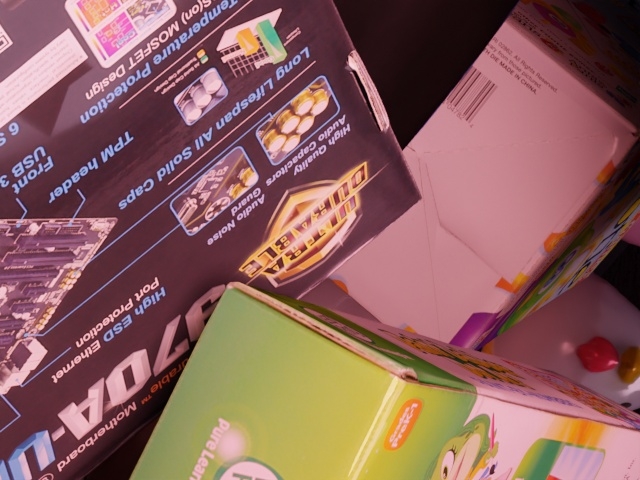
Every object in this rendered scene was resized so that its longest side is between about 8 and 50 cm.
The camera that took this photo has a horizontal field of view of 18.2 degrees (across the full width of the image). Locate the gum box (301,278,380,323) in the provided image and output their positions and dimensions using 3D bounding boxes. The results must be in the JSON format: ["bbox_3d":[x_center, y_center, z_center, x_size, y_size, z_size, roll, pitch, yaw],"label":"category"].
[{"bbox_3d":[-0.037,0.097,1.206,0.188,0.062,0.107,-41,166,-37],"label":"gum box"}]

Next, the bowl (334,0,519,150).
[{"bbox_3d":[-0.018,-0.080,0.653,0.391,0.077,0.391,-47,169,-13],"label":"bowl"}]

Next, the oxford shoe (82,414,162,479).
[{"bbox_3d":[-0.045,0.113,0.796,0.133,0.130,0.363,-27,167,-3],"label":"oxford shoe"}]

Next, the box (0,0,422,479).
[{"bbox_3d":[-0.094,-0.002,0.427,0.220,0.051,0.175,-39,143,-7],"label":"box"}]

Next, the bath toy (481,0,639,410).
[{"bbox_3d":[0.196,-0.053,1.162,0.151,0.129,0.348,2,105,-80],"label":"bath toy"}]

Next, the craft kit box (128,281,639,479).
[{"bbox_3d":[-0.007,0.145,0.556,0.250,0.061,0.246,-63,158,3],"label":"craft kit box"}]

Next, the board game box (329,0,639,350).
[{"bbox_3d":[0.089,-0.056,0.978,0.142,0.144,0.275,-53,168,20],"label":"board game box"}]
